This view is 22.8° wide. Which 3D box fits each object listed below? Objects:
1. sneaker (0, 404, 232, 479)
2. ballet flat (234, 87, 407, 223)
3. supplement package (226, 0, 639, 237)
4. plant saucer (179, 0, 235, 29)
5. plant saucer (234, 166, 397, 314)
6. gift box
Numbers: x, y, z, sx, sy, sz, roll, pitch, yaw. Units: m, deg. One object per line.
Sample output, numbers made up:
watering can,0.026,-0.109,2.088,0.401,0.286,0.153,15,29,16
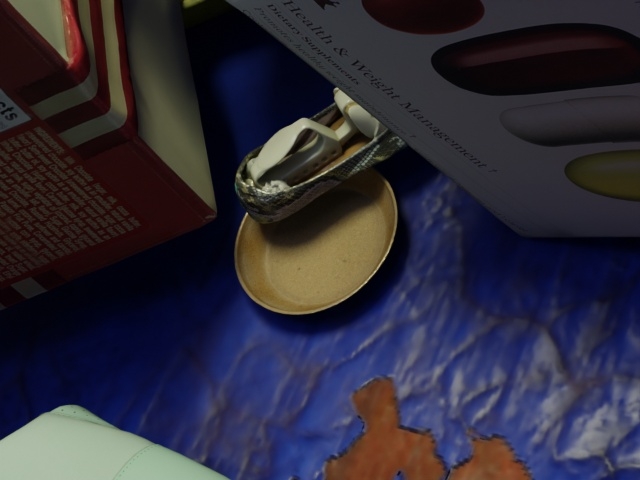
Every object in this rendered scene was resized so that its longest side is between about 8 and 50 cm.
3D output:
sneaker,-0.137,0.186,0.649,0.151,0.094,0.256,28,68,31
ballet flat,0.009,-0.049,0.726,0.114,0.041,0.041,-33,52,6
supplement package,0.114,-0.108,0.590,0.203,0.194,0.149,-1,60,53
plant saucer,-0.094,-0.176,0.874,0.188,0.045,0.188,-19,54,17
plant saucer,0.000,0.000,0.738,0.083,0.015,0.083,-14,56,21
gift box,-0.226,-0.120,0.722,0.276,0.255,0.258,-18,57,11
